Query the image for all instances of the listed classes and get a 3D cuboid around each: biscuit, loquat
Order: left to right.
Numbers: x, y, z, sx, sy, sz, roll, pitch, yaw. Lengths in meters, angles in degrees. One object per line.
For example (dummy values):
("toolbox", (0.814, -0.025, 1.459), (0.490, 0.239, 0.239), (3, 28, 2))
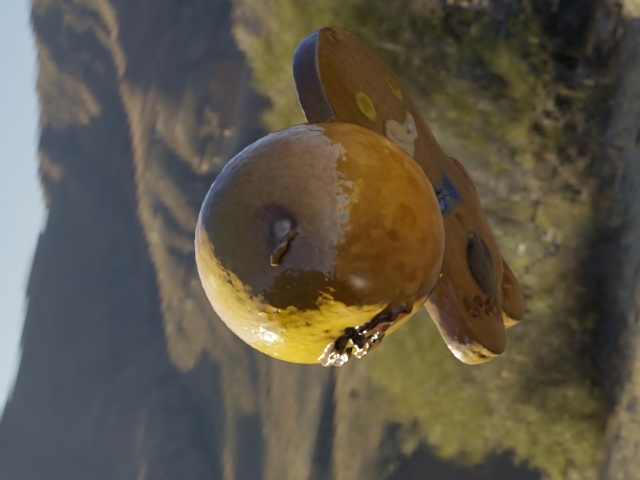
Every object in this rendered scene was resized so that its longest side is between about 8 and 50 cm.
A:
("loquat", (0.000, 0.000, 0.841), (0.141, 0.141, 0.141), (-168, 90, -86))
("biscuit", (0.059, -0.034, 1.001), (0.039, 0.236, 0.180), (-31, 6, 25))
